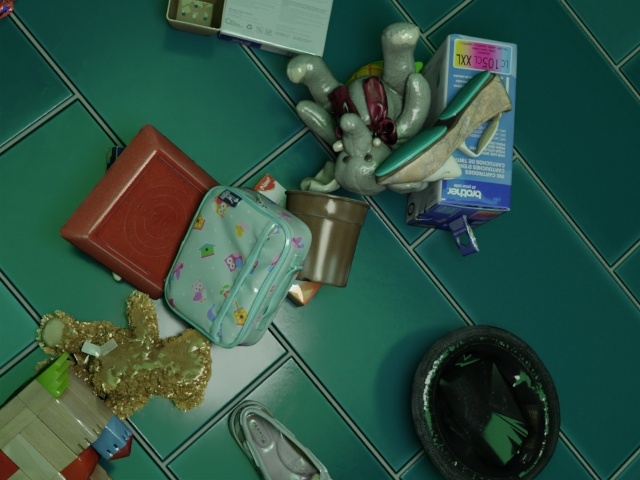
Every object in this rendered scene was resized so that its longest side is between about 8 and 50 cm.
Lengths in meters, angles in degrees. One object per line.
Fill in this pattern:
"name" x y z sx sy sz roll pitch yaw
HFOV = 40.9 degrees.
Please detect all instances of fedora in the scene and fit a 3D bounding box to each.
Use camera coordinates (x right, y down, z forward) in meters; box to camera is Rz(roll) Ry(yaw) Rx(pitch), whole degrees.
"fedora" 0.312 0.337 1.726 0.334 0.152 0.334 2 82 -13

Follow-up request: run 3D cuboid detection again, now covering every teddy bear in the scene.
"teddy bear" -0.373 0.226 1.620 0.338 0.113 0.245 -12 79 -7

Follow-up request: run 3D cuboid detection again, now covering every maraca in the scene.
"maraca" 0.128 -0.323 1.788 0.185 0.099 0.127 -40 71 -2

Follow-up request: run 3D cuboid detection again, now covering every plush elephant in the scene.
"plush elephant" 0.082 -0.201 1.635 0.272 0.255 0.330 -8 128 16

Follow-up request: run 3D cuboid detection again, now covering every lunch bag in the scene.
"lunch bag" -0.151 0.045 1.574 0.224 0.108 0.279 35 105 30

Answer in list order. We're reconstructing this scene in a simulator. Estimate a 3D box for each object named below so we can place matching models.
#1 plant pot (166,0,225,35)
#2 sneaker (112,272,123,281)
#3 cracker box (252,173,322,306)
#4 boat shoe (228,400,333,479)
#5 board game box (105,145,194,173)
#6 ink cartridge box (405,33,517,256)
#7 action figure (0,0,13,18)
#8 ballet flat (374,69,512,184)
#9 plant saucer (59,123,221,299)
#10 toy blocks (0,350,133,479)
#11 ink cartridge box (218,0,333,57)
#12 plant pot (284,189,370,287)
"plant pot" -0.251 -0.469 1.728 0.109 0.096 0.109 9 82 -12
"sneaker" -0.413 0.003 1.660 0.075 0.057 0.161 -7 86 3
"cracker box" -0.075 0.001 1.724 0.232 0.067 0.156 41 76 -5
"boat shoe" -0.057 0.447 1.654 0.118 0.103 0.320 -36 92 -15
"board game box" -0.329 -0.098 1.654 0.170 0.048 0.141 7 82 -38
"ink cartridge box" 0.276 -0.172 1.722 0.151 0.270 0.395 7 82 -7
"action figure" -0.637 -0.442 1.672 0.038 0.030 0.115 45 74 1
"ballet flat" 0.232 -0.173 1.520 0.316 0.107 0.106 -43 107 -15
"plant saucer" -0.306 -0.040 1.602 0.259 0.048 0.258 -52 130 -5
"toy blocks" -0.480 0.396 1.495 0.381 0.191 0.261 -40 99 13
"ink cartridge box" -0.086 -0.503 1.796 0.223 0.045 0.224 13 79 -12
"plant pot" 0.000 0.000 1.632 0.167 0.167 0.165 11 86 -11
